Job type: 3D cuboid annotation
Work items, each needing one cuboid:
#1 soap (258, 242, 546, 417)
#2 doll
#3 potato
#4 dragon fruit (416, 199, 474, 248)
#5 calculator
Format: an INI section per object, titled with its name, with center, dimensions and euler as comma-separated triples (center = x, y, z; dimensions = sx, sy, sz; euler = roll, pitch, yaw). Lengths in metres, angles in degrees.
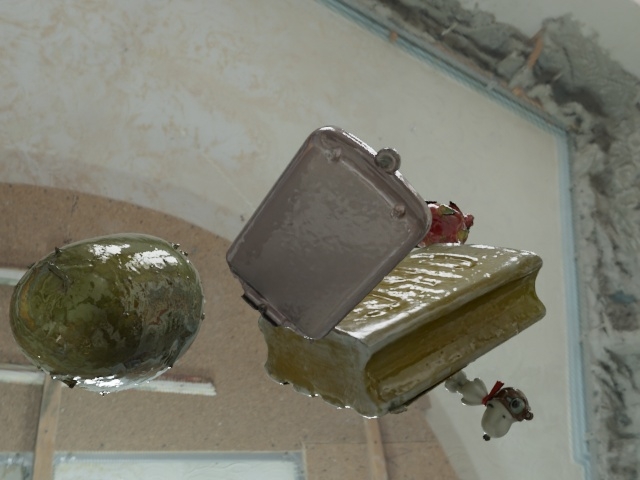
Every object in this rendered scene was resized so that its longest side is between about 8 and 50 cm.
[soap]
center = 0.093, 0.078, 0.654
dimensions = 0.274, 0.173, 0.089
euler = -18, -75, -39
[doll]
center = 0.167, 0.156, 0.617
dimensions = 0.040, 0.058, 0.085
euler = 43, -171, -40
[potato]
center = -0.332, 0.117, 0.967
dimensions = 0.219, 0.270, 0.359
euler = 29, -175, 13
[dragon fruit]
center = 0.168, -0.021, 0.938
dimensions = 0.116, 0.086, 0.081
euler = 16, -150, -1
[calculator]
center = 0.000, 0.000, 0.429
dimensions = 0.100, 0.175, 0.032
euler = 42, -144, 2
